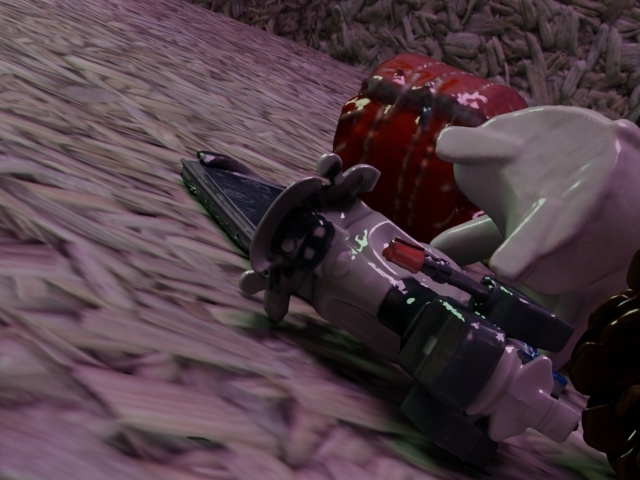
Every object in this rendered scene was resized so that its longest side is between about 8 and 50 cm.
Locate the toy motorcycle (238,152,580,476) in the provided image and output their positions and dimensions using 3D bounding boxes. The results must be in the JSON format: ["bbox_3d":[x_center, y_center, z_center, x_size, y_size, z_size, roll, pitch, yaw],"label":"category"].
[{"bbox_3d":[0.042,0.033,0.692,0.150,0.102,0.221,32,4,-32],"label":"toy motorcycle"}]

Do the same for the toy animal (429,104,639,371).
[{"bbox_3d":[0.165,0.029,0.942,0.140,0.138,0.282,58,-12,37],"label":"toy animal"}]

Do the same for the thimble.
[{"bbox_3d":[0.097,-0.069,1.145,0.125,0.163,0.189,27,6,21],"label":"thimble"}]

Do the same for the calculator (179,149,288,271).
[{"bbox_3d":[0.000,-0.001,0.955,0.165,0.028,0.274,19,12,-25],"label":"calculator"}]

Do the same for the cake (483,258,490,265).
[{"bbox_3d":[0.170,0.009,1.293,0.052,0.065,0.121,19,-12,-22],"label":"cake"}]

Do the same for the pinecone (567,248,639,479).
[{"bbox_3d":[0.208,0.082,0.682,0.173,0.174,0.173,23,10,-4],"label":"pinecone"}]

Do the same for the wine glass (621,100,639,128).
[{"bbox_3d":[0.422,-0.004,0.967,0.406,0.267,0.267,44,12,3],"label":"wine glass"}]
